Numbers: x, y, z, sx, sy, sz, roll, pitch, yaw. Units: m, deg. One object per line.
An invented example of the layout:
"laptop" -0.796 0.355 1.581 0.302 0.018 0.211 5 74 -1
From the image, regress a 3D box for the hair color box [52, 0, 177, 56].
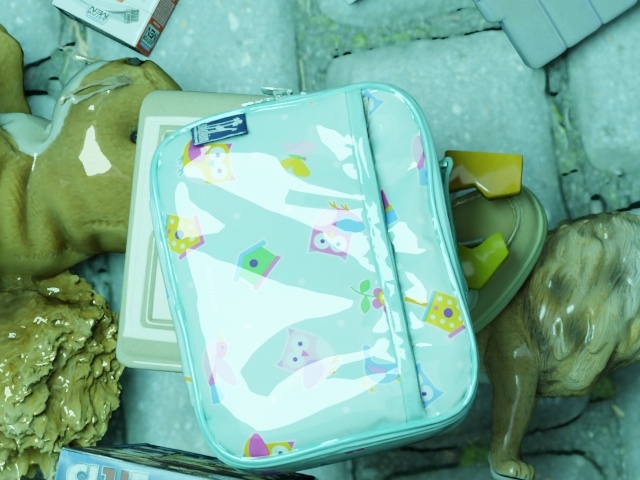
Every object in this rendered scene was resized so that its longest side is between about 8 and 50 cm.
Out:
"hair color box" -0.165 -0.266 1.511 0.093 0.053 0.167 28 88 11

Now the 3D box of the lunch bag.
"lunch bag" 0.001 0.022 1.203 0.224 0.108 0.279 -13 78 5

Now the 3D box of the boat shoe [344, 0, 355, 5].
"boat shoe" 0.088 -0.276 1.469 0.184 0.066 0.063 -31 95 3

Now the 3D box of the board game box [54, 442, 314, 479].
"board game box" -0.106 0.205 1.359 0.165 0.243 0.042 10 86 10

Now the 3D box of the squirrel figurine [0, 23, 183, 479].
"squirrel figurine" -0.271 0.006 1.429 0.370 0.281 0.397 -4 98 -2

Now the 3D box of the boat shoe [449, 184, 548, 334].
"boat shoe" 0.056 0.046 1.313 0.285 0.089 0.104 -39 56 5

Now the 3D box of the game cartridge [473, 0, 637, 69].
"game cartridge" 0.176 -0.349 1.393 0.230 0.068 0.355 -32 108 8

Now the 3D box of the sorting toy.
"sorting toy" 0.000 0.000 1.285 0.307 0.041 0.229 4 80 8

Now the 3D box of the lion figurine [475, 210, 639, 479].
"lion figurine" 0.099 0.075 1.395 0.392 0.142 0.240 7 78 14
